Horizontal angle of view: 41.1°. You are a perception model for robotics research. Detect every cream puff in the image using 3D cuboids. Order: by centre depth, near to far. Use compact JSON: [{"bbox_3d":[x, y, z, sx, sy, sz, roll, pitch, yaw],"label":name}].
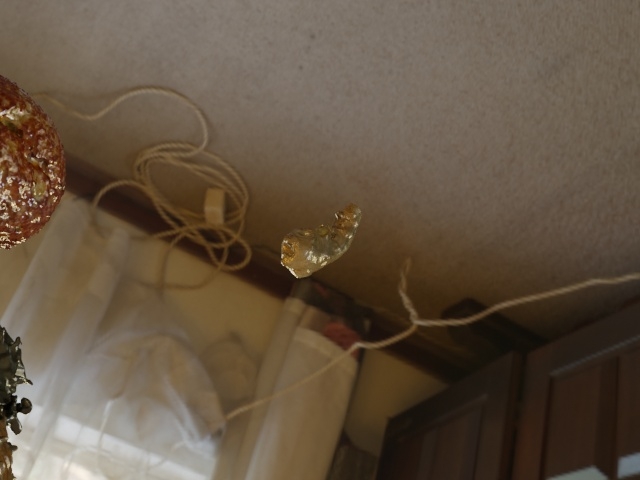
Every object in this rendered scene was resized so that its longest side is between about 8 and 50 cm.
[{"bbox_3d":[-0.417,-0.101,1.042,0.163,0.240,0.240,0,143,38],"label":"cream puff"}]

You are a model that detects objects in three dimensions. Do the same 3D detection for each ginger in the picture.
[{"bbox_3d":[0.001,0.003,1.172,0.051,0.173,0.070,5,111,29],"label":"ginger"}]

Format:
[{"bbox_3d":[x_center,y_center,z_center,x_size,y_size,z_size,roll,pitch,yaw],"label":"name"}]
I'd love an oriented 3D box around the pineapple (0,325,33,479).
[{"bbox_3d":[-0.355,0.187,0.826,0.157,0.279,0.158,2,124,3],"label":"pineapple"}]
